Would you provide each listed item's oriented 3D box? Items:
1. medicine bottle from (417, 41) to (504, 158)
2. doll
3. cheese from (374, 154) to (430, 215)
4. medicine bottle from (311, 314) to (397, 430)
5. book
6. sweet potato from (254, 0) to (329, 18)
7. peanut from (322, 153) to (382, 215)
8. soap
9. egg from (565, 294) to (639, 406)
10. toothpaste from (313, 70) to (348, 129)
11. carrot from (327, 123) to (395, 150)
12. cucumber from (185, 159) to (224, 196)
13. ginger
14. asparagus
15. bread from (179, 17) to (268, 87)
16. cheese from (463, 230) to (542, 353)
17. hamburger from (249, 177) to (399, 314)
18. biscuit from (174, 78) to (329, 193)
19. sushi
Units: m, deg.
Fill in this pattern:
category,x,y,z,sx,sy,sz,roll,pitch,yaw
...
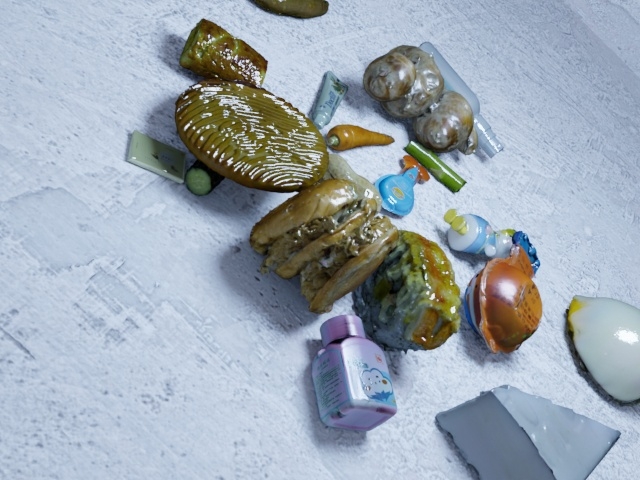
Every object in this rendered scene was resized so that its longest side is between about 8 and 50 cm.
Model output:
category,x,y,z,sx,sy,sz,roll,pitch,yaw
medicine bottle,0.358,-0.366,2.363,0.352,0.110,0.110,51,38,6
doll,0.388,-0.001,2.076,0.241,0.135,0.098,16,79,-30
cheese,0.191,-0.128,2.057,0.106,0.037,0.256,45,36,-3
medicine bottle,0.052,0.230,1.556,0.119,0.094,0.188,16,47,-35
book,-0.300,-0.155,1.641,0.111,0.014,0.077,23,43,-26
sweet potato,-0.070,-0.608,2.204,0.286,0.085,0.112,-4,55,-45
peanut,0.063,-0.119,1.899,0.174,0.080,0.080,46,38,3
soap,0.408,0.366,1.722,0.302,0.159,0.257,-20,69,-51
egg,0.730,0.233,2.121,0.264,0.174,0.286,21,41,-34
toothpaste,0.019,-0.328,2.078,0.067,0.037,0.255,36,35,-12
carrot,0.100,-0.242,2.058,0.257,0.061,0.061,-11,64,-50
cucumber,-0.182,-0.184,1.735,0.067,0.067,0.293,39,37,-9
ginger,0.258,-0.337,2.197,0.375,0.176,0.256,41,27,-22
asparagus,0.283,-0.186,2.189,0.178,0.041,0.045,40,83,-8
bread,-0.201,-0.378,1.862,0.172,0.103,0.132,31,44,-23
cheese,0.415,0.112,1.938,0.217,0.129,0.329,59,43,-26
hamburger,0.007,0.005,1.615,0.260,0.245,0.211,-36,86,-24
biscuit,-0.127,-0.207,1.709,0.318,0.040,0.318,18,40,-15
sushi,0.169,0.094,1.723,0.139,0.184,0.274,28,37,-29
